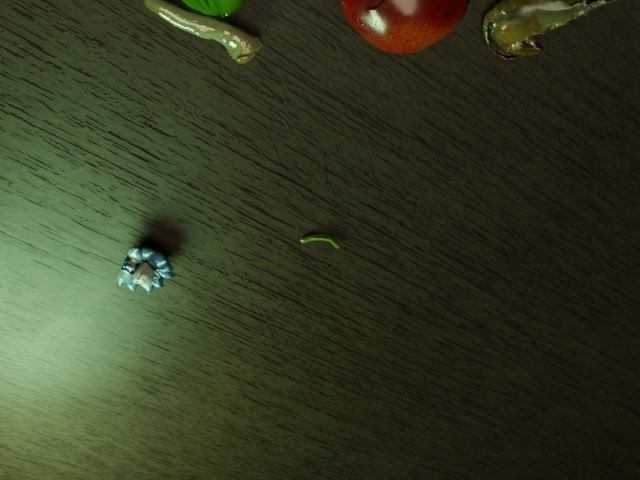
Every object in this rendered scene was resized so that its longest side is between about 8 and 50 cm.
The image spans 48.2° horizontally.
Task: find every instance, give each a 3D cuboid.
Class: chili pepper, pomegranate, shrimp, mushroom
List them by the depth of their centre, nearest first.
[{"bbox_3d":[0.136,-0.387,1.087,0.235,0.210,0.210,2,130,-42],"label":"pomegranate"},{"bbox_3d":[-0.192,-0.346,1.157,0.202,0.059,0.054,21,103,-21],"label":"mushroom"},{"bbox_3d":[0.408,-0.380,1.208,0.261,0.066,0.117,-5,142,14],"label":"shrimp"},{"bbox_3d":[0.000,-0.001,1.452,0.083,0.017,0.030,4,133,-7],"label":"chili pepper"}]

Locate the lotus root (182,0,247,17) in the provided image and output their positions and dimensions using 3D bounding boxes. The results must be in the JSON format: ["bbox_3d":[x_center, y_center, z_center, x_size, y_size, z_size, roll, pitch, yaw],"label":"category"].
[{"bbox_3d":[-0.160,-0.406,1.074,0.186,0.186,0.186,-3,125,-5],"label":"lotus root"}]

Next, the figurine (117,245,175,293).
[{"bbox_3d":[-0.339,0.060,1.414,0.114,0.079,0.114,-4,119,-7],"label":"figurine"}]
